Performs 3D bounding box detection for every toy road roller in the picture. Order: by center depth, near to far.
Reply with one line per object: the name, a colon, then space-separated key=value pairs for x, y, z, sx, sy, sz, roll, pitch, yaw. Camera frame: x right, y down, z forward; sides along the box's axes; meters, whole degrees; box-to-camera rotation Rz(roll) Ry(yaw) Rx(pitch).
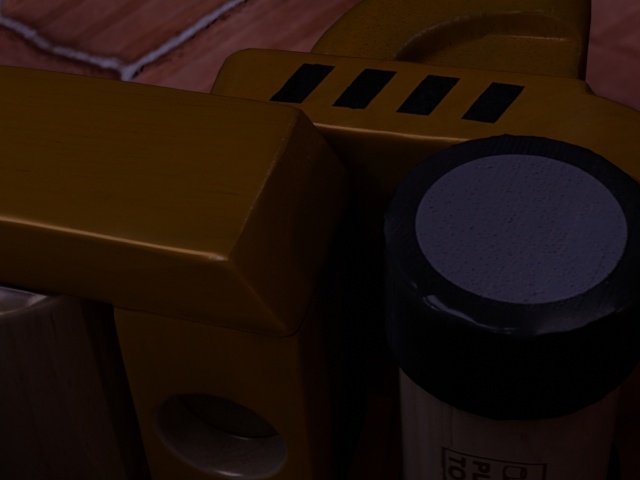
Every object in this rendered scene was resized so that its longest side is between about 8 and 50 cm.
toy road roller: x=0.000 y=0.000 z=0.623 sx=0.330 sy=0.202 sz=0.240 roll=8 pitch=47 yaw=12
